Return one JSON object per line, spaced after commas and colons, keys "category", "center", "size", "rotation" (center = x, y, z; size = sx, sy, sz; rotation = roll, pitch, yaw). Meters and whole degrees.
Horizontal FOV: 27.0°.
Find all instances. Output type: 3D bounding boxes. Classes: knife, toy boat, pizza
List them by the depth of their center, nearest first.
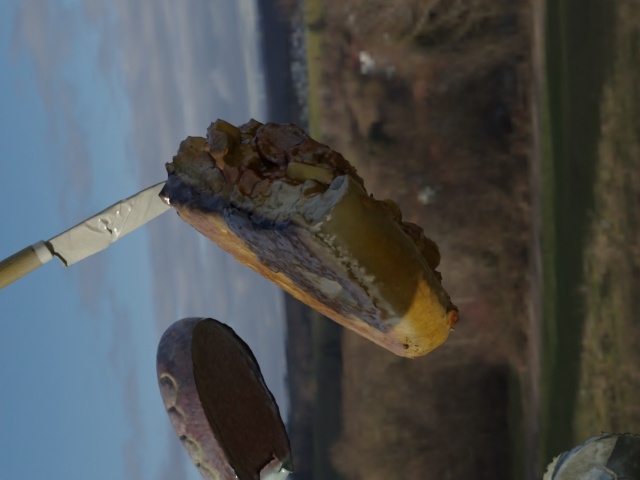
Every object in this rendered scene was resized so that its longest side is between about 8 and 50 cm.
{"category": "pizza", "center": [0.000, 0.000, 1.123], "size": [0.114, 0.277, 0.409], "rotation": [-52, -16, -8]}
{"category": "knife", "center": [-0.235, 0.008, 1.221], "size": [0.017, 0.298, 0.047], "rotation": [53, 170, 48]}
{"category": "toy boat", "center": [-0.122, 0.198, 1.525], "size": [0.155, 0.085, 0.227], "rotation": [-24, -90, -61]}

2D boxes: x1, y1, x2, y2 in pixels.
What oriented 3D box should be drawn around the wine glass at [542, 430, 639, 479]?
{"category": "wine glass", "center": [0.434, 0.404, 1.748], "size": [0.323, 0.238, 0.238], "rotation": [-116, 20, -73]}
